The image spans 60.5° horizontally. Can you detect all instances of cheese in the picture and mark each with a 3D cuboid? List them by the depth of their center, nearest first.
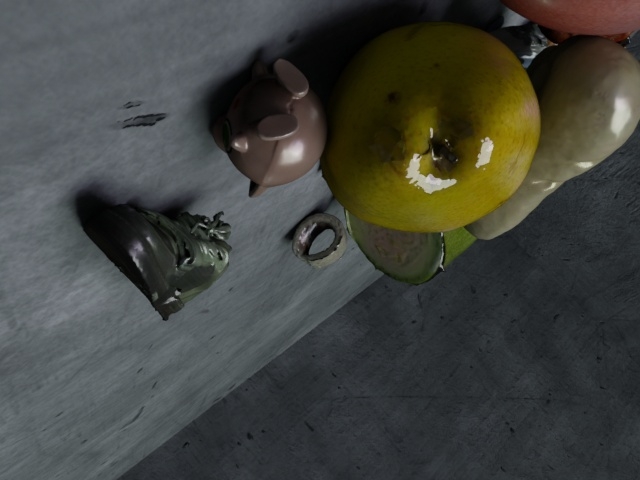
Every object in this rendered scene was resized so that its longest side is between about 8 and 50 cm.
[{"bbox_3d":[0.319,-0.133,0.829,0.329,0.129,0.351,-60,180,19],"label":"cheese"}]

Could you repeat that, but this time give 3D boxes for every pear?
[{"bbox_3d":[0.128,-0.124,0.691,0.285,0.284,0.336,-54,-179,43],"label":"pear"}]

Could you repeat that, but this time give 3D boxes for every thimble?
[{"bbox_3d":[0.000,0.000,1.156,0.115,0.102,0.090,-57,168,-4],"label":"thimble"}]

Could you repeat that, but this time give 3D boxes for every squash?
[{"bbox_3d":[0.257,-0.115,1.150,0.384,0.263,0.263,-37,167,-32],"label":"squash"}]

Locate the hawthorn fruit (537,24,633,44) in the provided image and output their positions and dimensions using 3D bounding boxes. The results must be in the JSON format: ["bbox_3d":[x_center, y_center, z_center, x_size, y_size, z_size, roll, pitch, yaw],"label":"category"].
[{"bbox_3d":[0.449,-0.426,0.871,0.253,0.205,0.205,-46,171,-28],"label":"hawthorn fruit"}]

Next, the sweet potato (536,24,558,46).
[{"bbox_3d":[0.538,-0.476,1.177,0.354,0.095,0.106,-34,168,-26],"label":"sweet potato"}]

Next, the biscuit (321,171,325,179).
[{"bbox_3d":[0.072,-0.171,0.960,0.182,0.034,0.215,-28,163,-44],"label":"biscuit"}]

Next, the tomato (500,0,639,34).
[{"bbox_3d":[0.343,-0.366,0.574,0.341,0.273,0.341,-39,167,-11],"label":"tomato"}]

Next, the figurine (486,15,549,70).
[{"bbox_3d":[0.346,-0.318,1.021,0.208,0.129,0.184,9,144,-19],"label":"figurine"}]

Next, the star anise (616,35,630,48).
[{"bbox_3d":[0.551,-0.397,1.308,0.346,0.148,0.237,-26,-168,35],"label":"star anise"}]

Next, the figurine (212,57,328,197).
[{"bbox_3d":[-0.054,-0.120,0.598,0.125,0.125,0.138,-36,179,-22],"label":"figurine"}]

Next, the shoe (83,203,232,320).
[{"bbox_3d":[-0.175,0.001,0.666,0.149,0.109,0.293,-41,171,-19],"label":"shoe"}]
